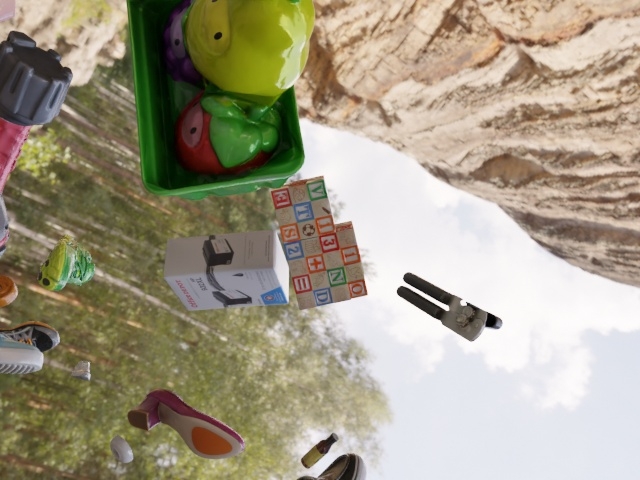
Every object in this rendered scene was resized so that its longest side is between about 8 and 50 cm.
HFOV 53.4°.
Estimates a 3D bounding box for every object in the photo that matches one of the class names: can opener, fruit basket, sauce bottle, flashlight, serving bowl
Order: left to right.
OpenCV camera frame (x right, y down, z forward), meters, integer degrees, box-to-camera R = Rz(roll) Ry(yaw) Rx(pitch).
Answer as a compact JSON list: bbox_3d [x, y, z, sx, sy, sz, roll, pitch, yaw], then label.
[{"bbox_3d":[-0.393,-0.091,0.775,0.304,0.103,0.103,-51,-151,25],"label":"flashlight"},{"bbox_3d":[-0.561,0.587,1.777,0.083,0.083,0.027,-26,-178,45],"label":"serving bowl"},{"bbox_3d":[-0.147,-0.262,0.957,0.392,0.283,0.392,171,-90,-88],"label":"fruit basket"},{"bbox_3d":[0.000,0.585,1.775,0.128,0.042,0.042,-46,-146,19],"label":"sauce bottle"},{"bbox_3d":[0.280,0.151,1.440,0.280,0.093,0.074,29,-86,52],"label":"can opener"}]

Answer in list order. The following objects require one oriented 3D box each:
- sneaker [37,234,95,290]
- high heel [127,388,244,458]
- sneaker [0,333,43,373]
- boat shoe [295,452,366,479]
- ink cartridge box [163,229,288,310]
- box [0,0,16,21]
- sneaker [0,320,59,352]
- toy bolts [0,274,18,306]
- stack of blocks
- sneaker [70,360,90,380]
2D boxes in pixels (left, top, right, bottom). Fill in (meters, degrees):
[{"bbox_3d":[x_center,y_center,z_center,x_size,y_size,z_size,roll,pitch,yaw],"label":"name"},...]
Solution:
[{"bbox_3d":[-0.651,0.062,1.669,0.109,0.123,0.295,-54,-162,6],"label":"sneaker"},{"bbox_3d":[-0.234,0.338,1.205,0.244,0.117,0.082,5,-75,22],"label":"high heel"},{"bbox_3d":[-0.770,0.192,1.377,0.135,0.366,0.150,97,3,-70],"label":"sneaker"},{"bbox_3d":[-0.016,0.555,1.343,0.121,0.119,0.335,-30,-171,43],"label":"boat shoe"},{"bbox_3d":[-0.259,0.089,1.802,0.308,0.223,0.129,-5,-121,6],"label":"ink cartridge box"},{"bbox_3d":[-0.768,-0.573,1.434,0.130,0.091,0.170,-45,179,-36],"label":"box"},{"bbox_3d":[-0.733,0.248,1.507,0.083,0.215,0.084,-119,-153,-63],"label":"sneaker"},{"bbox_3d":[-0.952,0.208,1.740,0.158,0.218,0.228,107,-14,-44],"label":"toy bolts"},{"bbox_3d":[0.000,0.000,1.525,0.171,0.297,0.087,-13,-168,3],"label":"stack of blocks"},{"bbox_3d":[-0.778,0.422,2.075,0.152,0.054,0.061,-10,-121,60],"label":"sneaker"}]
